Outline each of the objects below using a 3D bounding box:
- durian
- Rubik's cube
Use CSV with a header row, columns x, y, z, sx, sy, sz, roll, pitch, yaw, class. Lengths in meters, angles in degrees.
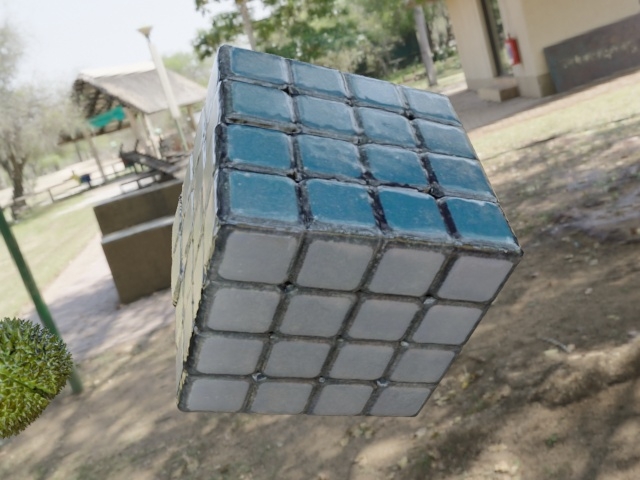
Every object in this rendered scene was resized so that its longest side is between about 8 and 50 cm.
x,y,z,sx,sy,sz,roll,pitch,yaw,class
-0.418,0.172,0.915,0.159,0.146,0.198,-41,22,-3,durian
0.000,0.000,0.896,0.345,0.343,0.337,5,43,-18,Rubik's cube
